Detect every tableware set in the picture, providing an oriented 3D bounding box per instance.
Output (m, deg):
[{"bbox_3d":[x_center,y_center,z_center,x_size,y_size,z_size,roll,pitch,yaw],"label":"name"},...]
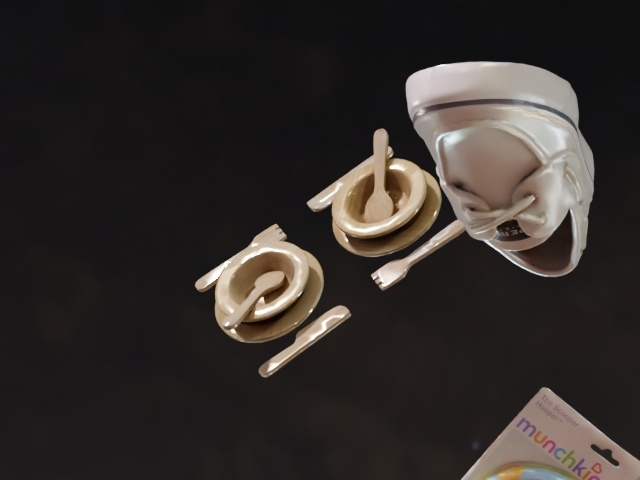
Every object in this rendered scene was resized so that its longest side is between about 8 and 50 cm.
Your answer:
[{"bbox_3d":[0.000,0.000,1.347,0.194,0.128,0.039,-36,-47,-5],"label":"tableware set"}]

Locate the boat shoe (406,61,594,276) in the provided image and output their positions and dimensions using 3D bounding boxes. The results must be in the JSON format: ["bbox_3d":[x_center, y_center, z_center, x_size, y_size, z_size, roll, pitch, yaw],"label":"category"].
[{"bbox_3d":[0.119,-0.038,1.146,0.096,0.088,0.267,-5,-15,14],"label":"boat shoe"}]

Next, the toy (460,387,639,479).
[{"bbox_3d":[0.144,0.243,1.359,0.137,0.056,0.237,38,-70,-1],"label":"toy"}]
